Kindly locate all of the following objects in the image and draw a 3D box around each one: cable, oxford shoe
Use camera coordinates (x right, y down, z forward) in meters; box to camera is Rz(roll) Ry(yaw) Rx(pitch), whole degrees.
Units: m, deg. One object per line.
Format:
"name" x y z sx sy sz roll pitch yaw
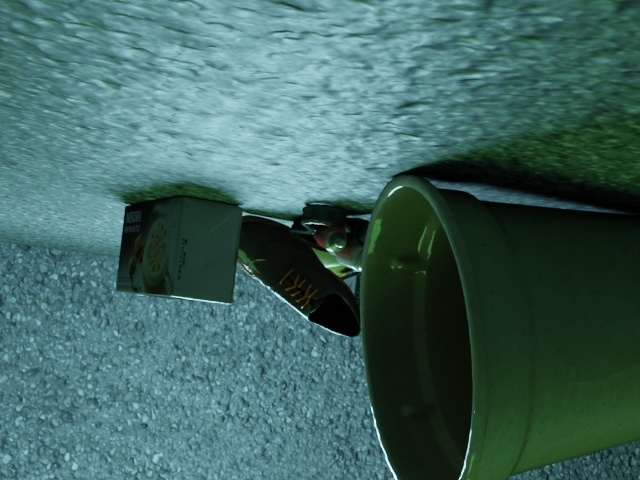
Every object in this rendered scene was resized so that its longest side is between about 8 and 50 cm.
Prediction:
"cable" 0.000 0.000 1.462 0.139 0.072 0.287 23 170 -24
"oxford shoe" -0.033 0.056 1.612 0.271 0.097 0.098 36 -171 -29

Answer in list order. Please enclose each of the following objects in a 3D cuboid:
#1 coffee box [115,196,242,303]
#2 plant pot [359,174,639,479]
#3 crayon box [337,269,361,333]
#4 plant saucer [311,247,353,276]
"coffee box" -0.213 0.016 1.565 0.098 0.141 0.246 9 175 -28
"plant pot" 0.233 0.091 1.084 0.305 0.334 0.334 -4 178 -15
"crayon box" 0.223 0.105 1.702 0.313 0.106 0.363 10 168 -17
"plant saucer" 0.070 0.050 1.853 0.241 0.037 0.241 3 163 1
